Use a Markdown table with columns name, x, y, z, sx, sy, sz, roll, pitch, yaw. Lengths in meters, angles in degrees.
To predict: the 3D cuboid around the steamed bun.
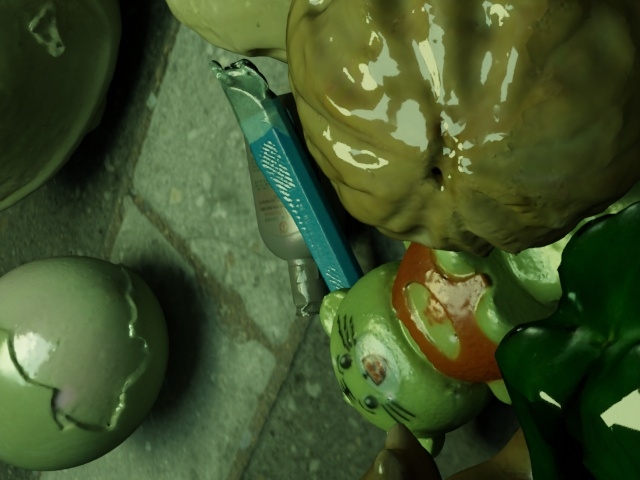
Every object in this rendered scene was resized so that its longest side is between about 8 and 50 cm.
| name | x | y | z | sx | sy | sz | roll | pitch | yaw |
| --- | --- | --- | --- | --- | --- | --- | --- | --- | --- |
| steamed bun | -0.310 | -0.187 | 0.975 | 0.247 | 0.236 | 0.383 | 54 | 125 | 38 |

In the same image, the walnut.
| name | x | y | z | sx | sy | sz | roll | pitch | yaw |
| --- | --- | --- | --- | --- | --- | --- | --- | --- | --- |
| walnut | 0.079 | -0.099 | 0.558 | 0.198 | 0.245 | 0.198 | 9 | 134 | 10 |

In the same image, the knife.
| name | x | y | z | sx | sy | sz | roll | pitch | yaw |
| --- | --- | --- | --- | --- | --- | --- | --- | --- | --- |
| knife | 0.001 | -0.001 | 0.789 | 0.044 | 0.026 | 0.296 | -22 | 97 | 37 |

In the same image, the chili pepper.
| name | x | y | z | sx | sy | sz | roll | pitch | yaw |
| --- | --- | --- | --- | --- | --- | --- | --- | --- | --- |
| chili pepper | 0.206 | 0.100 | 0.493 | 0.261 | 0.165 | 0.174 | 36 | 159 | -14 |

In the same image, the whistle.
| name | x | y | z | sx | sy | sz | roll | pitch | yaw |
| --- | --- | --- | --- | --- | --- | --- | --- | --- | --- |
| whistle | 0.097 | 0.037 | 0.678 | 0.288 | 0.106 | 0.131 | -44 | 70 | 42 |

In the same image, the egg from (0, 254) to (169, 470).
| name | x | y | z | sx | sy | sz | roll | pitch | yaw |
| --- | --- | --- | --- | --- | --- | --- | --- | --- | --- |
| egg | -0.222 | 0.100 | 0.973 | 0.217 | 0.183 | 0.183 | -44 | 66 | 31 |

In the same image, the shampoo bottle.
| name | x | y | z | sx | sy | sz | roll | pitch | yaw |
| --- | --- | --- | --- | --- | --- | --- | --- | --- | --- |
| shampoo bottle | -0.016 | -0.026 | 0.831 | 0.080 | 0.040 | 0.165 | -8 | 93 | 39 |

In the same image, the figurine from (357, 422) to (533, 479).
| name | x | y | z | sx | sy | sz | roll | pitch | yaw |
| --- | --- | --- | --- | --- | --- | --- | --- | --- | --- |
| figurine | 0.096 | 0.179 | 0.637 | 0.177 | 0.247 | 0.173 | 45 | 168 | -4 |

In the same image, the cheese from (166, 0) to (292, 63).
| name | x | y | z | sx | sy | sz | roll | pitch | yaw |
| --- | --- | --- | --- | --- | --- | --- | --- | --- | --- |
| cheese | -0.032 | -0.221 | 0.756 | 0.218 | 0.117 | 0.235 | -36 | 69 | 46 |
